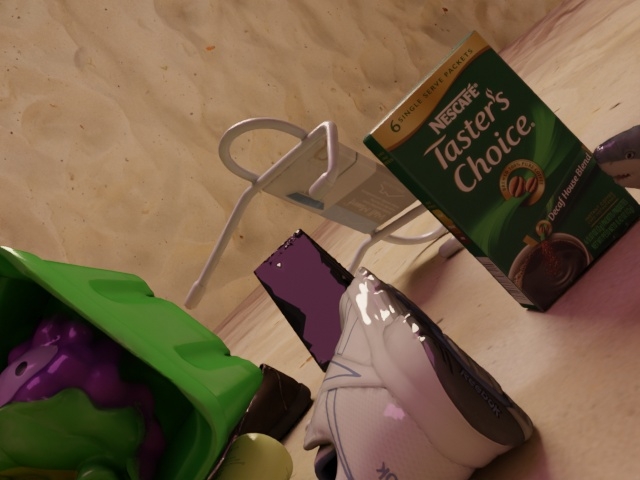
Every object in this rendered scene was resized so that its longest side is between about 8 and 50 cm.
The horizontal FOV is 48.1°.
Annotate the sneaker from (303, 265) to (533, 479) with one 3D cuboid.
[{"bbox_3d":[0.037,0.103,0.508,0.129,0.111,0.297,-49,3,3],"label":"sneaker"}]

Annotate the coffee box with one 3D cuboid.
[{"bbox_3d":[0.133,-0.049,0.531,0.113,0.184,0.040,-44,4,-3],"label":"coffee box"}]

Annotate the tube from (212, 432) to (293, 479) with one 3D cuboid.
[{"bbox_3d":[-0.084,0.245,0.540,0.062,0.070,0.240,1,27,17],"label":"tube"}]

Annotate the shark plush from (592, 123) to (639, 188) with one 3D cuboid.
[{"bbox_3d":[0.265,-0.086,0.471,0.161,0.067,0.073,-41,5,27],"label":"shark plush"}]

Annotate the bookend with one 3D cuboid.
[{"bbox_3d":[0.026,0.088,0.781,0.072,0.156,0.157,-43,49,4],"label":"bookend"}]

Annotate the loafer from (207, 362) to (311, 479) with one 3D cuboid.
[{"bbox_3d":[-0.102,0.219,0.769,0.220,0.078,0.080,-47,6,-38],"label":"loafer"}]

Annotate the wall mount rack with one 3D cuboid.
[{"bbox_3d":[0.000,0.000,0.908,0.304,0.350,0.130,-37,42,40],"label":"wall mount rack"}]

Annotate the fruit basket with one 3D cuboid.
[{"bbox_3d":[-0.232,0.220,0.524,0.392,0.283,0.392,-49,-17,-21],"label":"fruit basket"}]
